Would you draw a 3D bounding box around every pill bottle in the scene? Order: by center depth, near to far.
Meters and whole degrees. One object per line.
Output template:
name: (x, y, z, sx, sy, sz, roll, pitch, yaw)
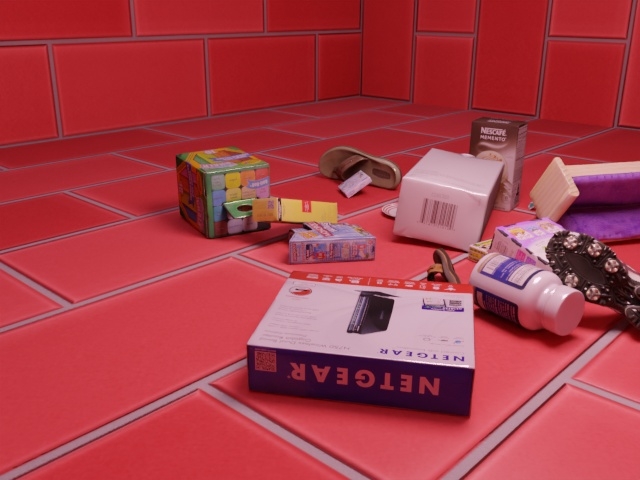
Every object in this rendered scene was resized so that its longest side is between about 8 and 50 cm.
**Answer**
pill bottle: (0.372, 0.099, 1.211, 0.112, 0.112, 0.186, -13, 24, -33)

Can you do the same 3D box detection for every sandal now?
sandal: (0.245, 0.084, 1.329, 0.060, 0.090, 0.219, -20, 25, 8)
sandal: (0.114, -0.227, 2.136, 0.302, 0.120, 0.086, 15, 36, 34)

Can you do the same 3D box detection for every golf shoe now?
golf shoe: (0.531, 0.082, 1.221, 0.273, 0.105, 0.120, 38, 11, 17)

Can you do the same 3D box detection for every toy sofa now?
toy sofa: (0.714, -0.099, 1.611, 0.362, 0.150, 0.177, -5, 58, -15)

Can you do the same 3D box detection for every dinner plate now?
dinner plate: (0.241, -0.079, 1.855, 0.141, 0.017, 0.141, 0, 19, 0)

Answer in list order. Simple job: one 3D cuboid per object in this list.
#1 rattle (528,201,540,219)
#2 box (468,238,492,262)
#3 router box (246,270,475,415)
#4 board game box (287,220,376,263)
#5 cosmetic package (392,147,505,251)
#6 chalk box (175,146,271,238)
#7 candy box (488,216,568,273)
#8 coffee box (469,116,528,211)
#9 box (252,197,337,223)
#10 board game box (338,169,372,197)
rattle: (0.639, -0.124, 1.822, 0.130, 0.143, 0.200, -16, 24, 8)
box: (0.454, 0.023, 1.541, 0.207, 0.036, 0.114, -13, 24, -34)
router box: (0.082, 0.153, 1.098, 0.335, 0.082, 0.301, 4, 20, 10)
board game box: (0.000, 0.000, 1.564, 0.194, 0.060, 0.194, -7, 21, -22)
cosmetic package: (0.342, -0.118, 1.739, 0.217, 0.156, 0.385, 15, 21, 18)
chalk box: (-0.240, -0.122, 1.724, 0.180, 0.179, 0.289, -12, 23, -29)
candy box: (0.482, 0.036, 1.397, 0.165, 0.070, 0.196, -10, 35, -29)
coffee box: (0.502, -0.221, 1.917, 0.141, 0.246, 0.098, 12, 22, 31)
box: (-0.059, -0.070, 1.657, 0.087, 0.058, 0.232, -2, -2, 40)
board game box: (0.105, -0.173, 2.050, 0.090, 0.020, 0.090, -35, 23, 0)
